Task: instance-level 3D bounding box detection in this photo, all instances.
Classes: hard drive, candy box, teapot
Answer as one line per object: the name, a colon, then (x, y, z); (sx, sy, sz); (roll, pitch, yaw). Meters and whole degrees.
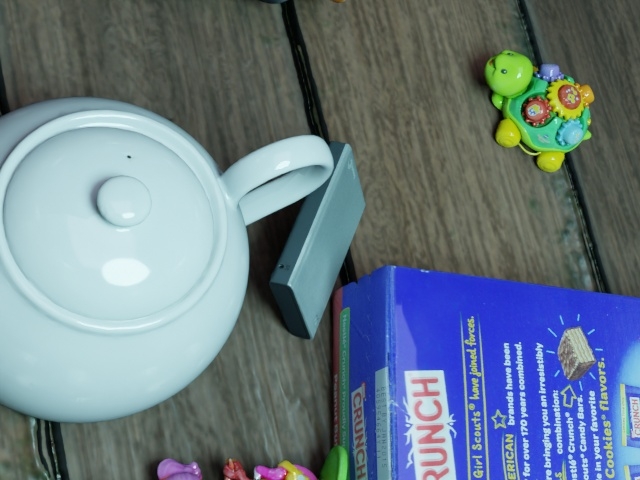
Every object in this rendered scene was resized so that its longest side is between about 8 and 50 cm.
hard drive: (0.000, 0.000, 0.831); (0.022, 0.094, 0.135); (12, 62, 18)
candy box: (0.172, 0.174, 0.829); (0.317, 0.122, 0.268); (9, 70, -23)
teapot: (-0.147, -0.001, 0.708); (0.252, 0.187, 0.256); (28, 62, -14)

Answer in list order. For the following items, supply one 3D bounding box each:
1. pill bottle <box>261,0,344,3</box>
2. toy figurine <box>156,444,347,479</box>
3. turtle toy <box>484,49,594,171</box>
pill bottle: (-0.077, -0.281, 0.869); (0.246, 0.130, 0.130); (16, 67, -19)
toy figurine: (-0.069, 0.202, 0.728); (0.159, 0.130, 0.173); (17, 44, -8)
turtle toy: (0.209, -0.133, 0.982); (0.130, 0.066, 0.095); (29, 63, -13)
